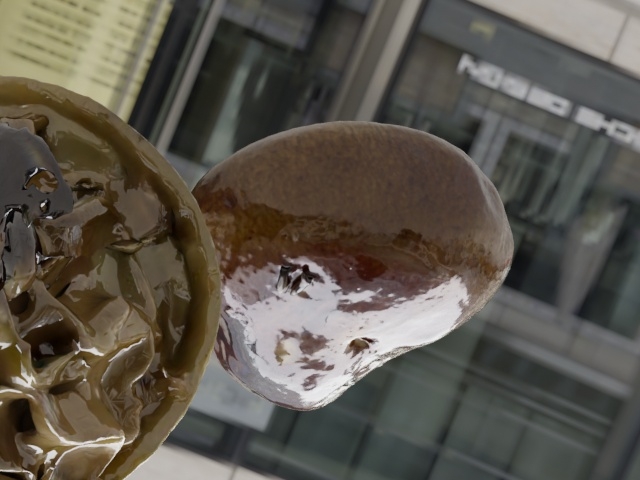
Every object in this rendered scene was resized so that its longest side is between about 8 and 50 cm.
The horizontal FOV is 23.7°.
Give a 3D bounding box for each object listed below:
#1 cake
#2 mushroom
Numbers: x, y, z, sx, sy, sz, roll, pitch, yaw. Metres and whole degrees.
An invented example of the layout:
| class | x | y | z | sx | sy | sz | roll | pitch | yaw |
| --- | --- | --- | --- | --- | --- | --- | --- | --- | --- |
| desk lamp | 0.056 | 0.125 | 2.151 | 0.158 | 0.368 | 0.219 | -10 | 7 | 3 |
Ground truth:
| class | x | y | z | sx | sy | sz | roll | pitch | yaw |
| --- | --- | --- | --- | --- | --- | --- | --- | --- | --- |
| cake | -0.226 | 0.039 | 1.040 | 0.332 | 0.332 | 0.321 | 22 | 174 | -4 |
| mushroom | 0.000 | 0.000 | 1.493 | 0.345 | 0.345 | 0.260 | 18 | -141 | -38 |
